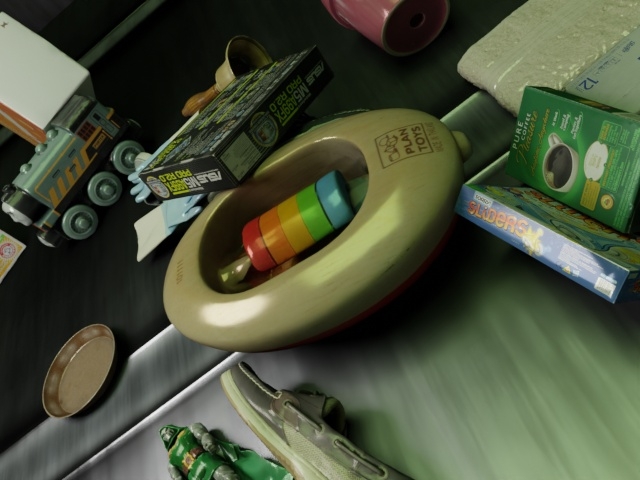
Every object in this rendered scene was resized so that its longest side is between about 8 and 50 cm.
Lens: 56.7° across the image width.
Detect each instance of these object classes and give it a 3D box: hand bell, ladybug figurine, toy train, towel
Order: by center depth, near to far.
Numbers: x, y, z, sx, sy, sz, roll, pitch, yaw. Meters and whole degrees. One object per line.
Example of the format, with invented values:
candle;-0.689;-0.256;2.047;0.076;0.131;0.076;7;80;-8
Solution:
ladybug figurine;0.000;0.000;0.781;0.449;0.162;0.305;-27;45;19
towel;0.348;-0.290;0.820;0.282;0.049;0.187;-38;43;8
hand bell;-0.218;-0.318;1.252;0.242;0.126;0.126;-18;48;42
toy train;-0.526;-0.152;1.276;0.142;0.190;0.334;20;72;45

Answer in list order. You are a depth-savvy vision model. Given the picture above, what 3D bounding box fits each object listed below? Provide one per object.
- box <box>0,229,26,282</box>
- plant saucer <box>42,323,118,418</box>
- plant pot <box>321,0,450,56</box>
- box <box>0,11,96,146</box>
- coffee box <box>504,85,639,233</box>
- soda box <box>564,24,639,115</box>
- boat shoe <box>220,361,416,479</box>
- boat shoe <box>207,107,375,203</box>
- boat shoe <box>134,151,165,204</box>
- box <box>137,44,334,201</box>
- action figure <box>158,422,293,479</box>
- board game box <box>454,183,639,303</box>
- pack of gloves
box;-0.813;-0.001;1.371;0.103;0.203;0.114;12;65;41
plant saucer;-0.406;0.225;1.017;0.169;0.029;0.168;-20;48;24
plant pot;0.117;-0.418;1.001;0.201;0.201;0.180;-35;59;11
box;-0.672;-0.340;1.405;0.168;0.215;0.345;-58;11;-14
coffee box;0.287;-0.096;0.652;0.041;0.113;0.184;-8;28;-24
soda box;0.430;-0.218;0.670;0.286;0.091;0.098;-40;44;5
boat shoe;-0.007;0.219;0.672;0.092;0.103;0.285;-47;46;-10
boat shoe;-0.046;-0.153;0.959;0.340;0.127;0.113;-23;58;35
boat shoe;-0.320;-0.108;1.167;0.227;0.079;0.081;29;74;43
box;-0.129;-0.178;0.914;0.216;0.060;0.270;-5;41;47
action figure;-0.142;0.294;0.745;0.232;0.063;0.137;20;75;48
board game box;0.257;-0.005;0.614;0.201;0.136;0.035;39;122;46
pack of gloves;-0.285;-0.099;1.055;0.232;0.046;0.195;-32;57;35
